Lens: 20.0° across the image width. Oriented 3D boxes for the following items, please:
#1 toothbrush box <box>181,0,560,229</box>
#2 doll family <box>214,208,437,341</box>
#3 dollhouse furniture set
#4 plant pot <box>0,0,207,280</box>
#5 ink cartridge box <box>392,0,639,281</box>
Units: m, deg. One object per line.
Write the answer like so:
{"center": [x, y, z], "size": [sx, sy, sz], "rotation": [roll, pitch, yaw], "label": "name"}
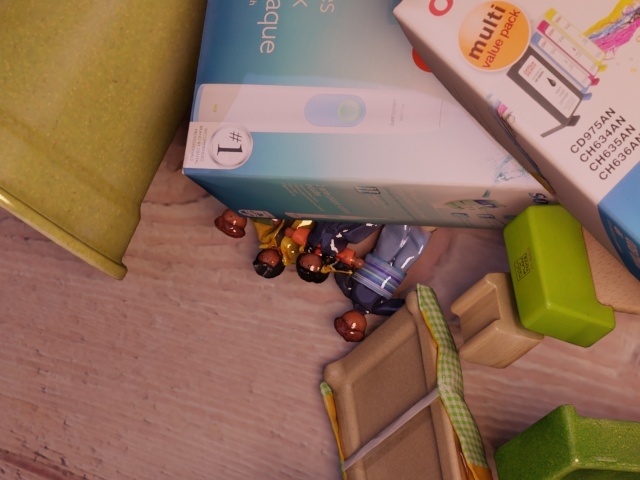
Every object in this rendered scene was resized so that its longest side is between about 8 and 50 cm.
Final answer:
{"center": [0.069, -0.127, 1.320], "size": [0.295, 0.126, 0.216], "rotation": [4, 77, 18], "label": "toothbrush box"}
{"center": [0.000, 0.000, 1.414], "size": [0.193, 0.076, 0.111], "rotation": [30, 84, 35], "label": "doll family"}
{"center": [0.143, 0.128, 1.300], "size": [0.301, 0.151, 0.197], "rotation": [-44, 46, 49], "label": "dollhouse furniture set"}
{"center": [-0.205, -0.148, 1.491], "size": [0.276, 0.276, 0.254], "rotation": [33, 87, 34], "label": "plant pot"}
{"center": [0.194, -0.102, 1.116], "size": [0.171, 0.168, 0.233], "rotation": [-45, 68, 2], "label": "ink cartridge box"}
